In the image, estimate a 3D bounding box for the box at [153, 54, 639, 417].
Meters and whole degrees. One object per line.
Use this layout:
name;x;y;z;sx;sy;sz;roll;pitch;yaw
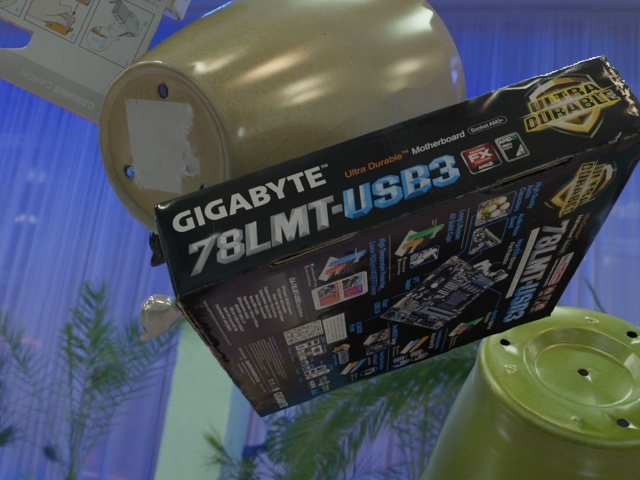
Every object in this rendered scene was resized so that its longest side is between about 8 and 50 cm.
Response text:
box;0.060;0.025;0.510;0.293;0.073;0.295;-20;-27;-5

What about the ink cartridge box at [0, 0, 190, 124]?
ink cartridge box;-0.268;-0.282;0.633;0.296;0.261;0.066;26;6;-3

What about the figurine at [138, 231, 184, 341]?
figurine;-0.193;0.042;1.020;0.209;0.215;0.092;-17;-34;28

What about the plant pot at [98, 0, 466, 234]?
plant pot;-0.044;-0.102;0.580;0.256;0.257;0.274;-2;16;33

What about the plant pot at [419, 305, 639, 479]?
plant pot;0.297;0.287;0.846;0.366;0.366;0.353;5;-58;9
